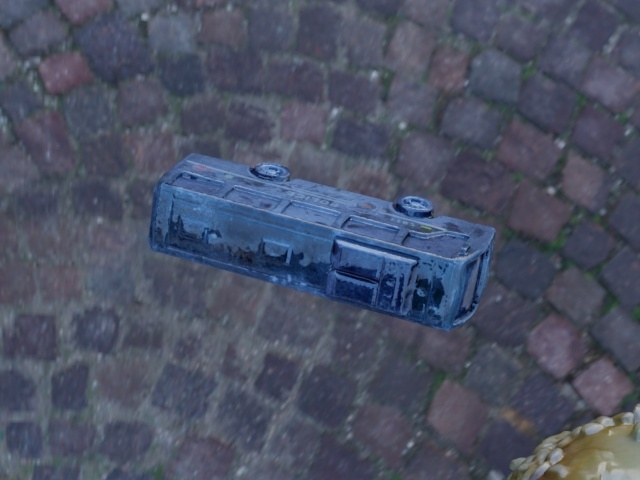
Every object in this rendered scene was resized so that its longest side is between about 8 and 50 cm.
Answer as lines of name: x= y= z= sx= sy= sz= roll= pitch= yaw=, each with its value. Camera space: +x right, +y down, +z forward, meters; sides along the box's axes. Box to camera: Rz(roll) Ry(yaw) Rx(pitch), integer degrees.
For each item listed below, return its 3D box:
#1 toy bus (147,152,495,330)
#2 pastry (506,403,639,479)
toy bus: x=0.000 y=0.000 z=0.733 sx=0.166 sy=0.047 sz=0.065 roll=15 pitch=23 yaw=13
pastry: x=0.188 y=0.248 z=1.004 sx=0.285 sy=0.315 sz=0.184 roll=-10 pitch=39 yaw=-33
